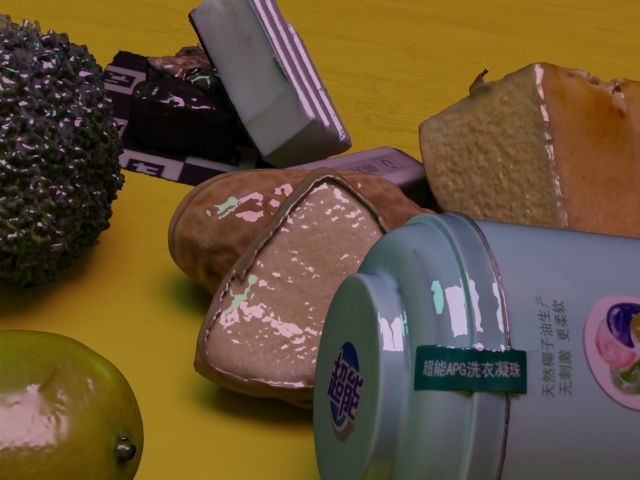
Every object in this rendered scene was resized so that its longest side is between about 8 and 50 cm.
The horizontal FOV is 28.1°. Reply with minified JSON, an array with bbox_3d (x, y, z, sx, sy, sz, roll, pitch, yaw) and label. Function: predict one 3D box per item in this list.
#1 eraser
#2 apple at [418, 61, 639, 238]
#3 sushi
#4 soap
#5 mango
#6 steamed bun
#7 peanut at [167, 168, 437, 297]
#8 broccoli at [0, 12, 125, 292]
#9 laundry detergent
[{"bbox_3d":[0.022,-0.053,1.514,0.352,0.061,0.089,-17,40,-43],"label":"eraser"},{"bbox_3d":[0.304,-0.082,1.502,0.309,0.252,0.314,11,20,-41],"label":"apple"},{"bbox_3d":[-0.159,-0.200,1.661,0.296,0.100,0.373,14,28,0],"label":"sushi"},{"bbox_3d":[-0.065,-0.205,1.585,0.145,0.091,0.230,26,34,-59],"label":"soap"},{"bbox_3d":[-0.262,0.154,0.917,0.273,0.149,0.185,-6,40,-21],"label":"mango"},{"bbox_3d":[0.010,0.079,1.194,0.212,0.110,0.231,38,74,-1],"label":"steamed bun"},{"bbox_3d":[0.000,0.000,1.325,0.325,0.153,0.140,7,-12,-27],"label":"peanut"},{"bbox_3d":[-0.339,-0.119,1.276,0.302,0.249,0.375,16,33,-2],"label":"broccoli"},{"bbox_3d":[0.163,0.127,1.005,0.305,0.287,0.287,6,29,-15],"label":"laundry detergent"}]
